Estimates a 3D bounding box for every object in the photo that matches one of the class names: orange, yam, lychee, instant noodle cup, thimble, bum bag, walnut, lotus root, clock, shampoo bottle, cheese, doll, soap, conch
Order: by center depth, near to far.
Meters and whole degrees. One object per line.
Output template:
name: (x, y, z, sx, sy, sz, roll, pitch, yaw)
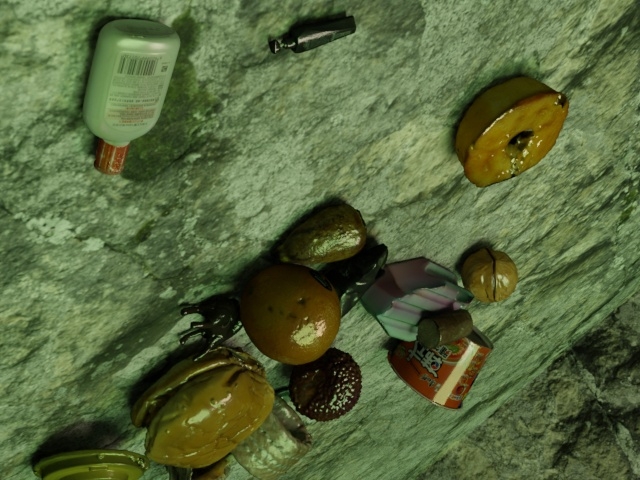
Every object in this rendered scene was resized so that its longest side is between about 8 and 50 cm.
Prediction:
shampoo bottle: (-0.257, -0.182, 1.008, 0.108, 0.051, 0.220, -10, 139, -39)
shampoo bottle: (-0.011, -0.300, 1.124, 0.137, 0.027, 0.048, -23, 155, -23)
lotus root: (0.000, 0.000, 1.471, 0.191, 0.094, 0.108, -24, 112, -12)
orange: (-0.058, 0.141, 1.495, 0.206, 0.206, 0.206, -26, 147, -19)
doll: (-0.199, 0.161, 1.514, 0.165, 0.057, 0.139, -26, 146, -34)
clock: (-0.468, 0.484, 1.578, 0.237, 0.057, 0.237, -6, 150, -4)
bum bag: (0.022, 0.129, 1.648, 0.340, 0.095, 0.144, -44, 176, 13)
conch: (-0.285, 0.545, 1.830, 0.245, 0.163, 0.178, -32, 168, -33)
thimble: (-0.126, 0.461, 1.832, 0.148, 0.196, 0.229, -39, 124, 5)
yam: (0.301, 0.213, 1.853, 0.127, 0.084, 0.084, -8, 138, -36)
soap: (0.221, 0.142, 1.856, 0.193, 0.109, 0.324, -47, 148, 14)
lychee: (0.017, 0.352, 1.860, 0.188, 0.188, 0.188, -26, 147, -19)
cheese: (-0.090, 0.396, 1.954, 0.121, 0.026, 0.067, -26, 147, -18)
walnut: (0.436, 0.090, 1.982, 0.144, 0.144, 0.180, -35, 157, -5)
instant noodle cup: (0.332, 0.306, 2.079, 0.250, 0.250, 0.192, 15, 111, -53)

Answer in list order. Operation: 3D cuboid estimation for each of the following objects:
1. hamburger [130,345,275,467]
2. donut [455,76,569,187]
hamburger: (-0.242, 0.352, 1.621, 0.319, 0.158, 0.318, -29, 150, -19)
donut: (0.382, -0.217, 1.543, 0.254, 0.118, 0.253, -29, 149, -19)
